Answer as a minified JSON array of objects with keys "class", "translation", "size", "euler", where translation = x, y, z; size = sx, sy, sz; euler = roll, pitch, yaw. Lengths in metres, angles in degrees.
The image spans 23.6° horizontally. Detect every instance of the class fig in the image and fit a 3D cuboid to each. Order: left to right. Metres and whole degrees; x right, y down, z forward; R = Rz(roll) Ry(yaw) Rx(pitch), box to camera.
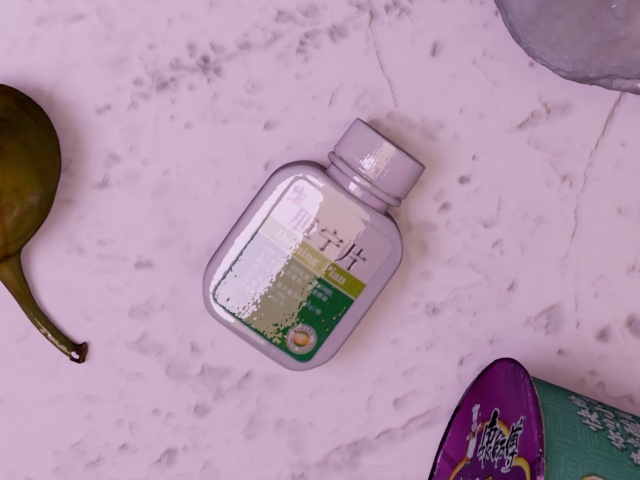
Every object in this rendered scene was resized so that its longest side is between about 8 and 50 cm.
[{"class":"fig","translation":[-0.232,-0.005,1.146],"size":[0.124,0.124,0.236],"euler":[-18,121,2]}]

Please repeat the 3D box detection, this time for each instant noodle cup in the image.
[{"class":"instant noodle cup","translation":[0.194,0.226,1.108],"size":[0.190,0.251,0.251],"euler":[15,98,-11]}]

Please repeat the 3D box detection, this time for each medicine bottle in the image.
[{"class":"medicine bottle","translation":[0.000,0.000,1.151],"size":[0.119,0.069,0.183],"euler":[36,95,-3]}]

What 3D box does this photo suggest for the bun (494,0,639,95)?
[{"class":"bun","translation":[0.260,-0.262,1.037],"size":[0.354,0.194,0.354],"euler":[0,93,7]}]
